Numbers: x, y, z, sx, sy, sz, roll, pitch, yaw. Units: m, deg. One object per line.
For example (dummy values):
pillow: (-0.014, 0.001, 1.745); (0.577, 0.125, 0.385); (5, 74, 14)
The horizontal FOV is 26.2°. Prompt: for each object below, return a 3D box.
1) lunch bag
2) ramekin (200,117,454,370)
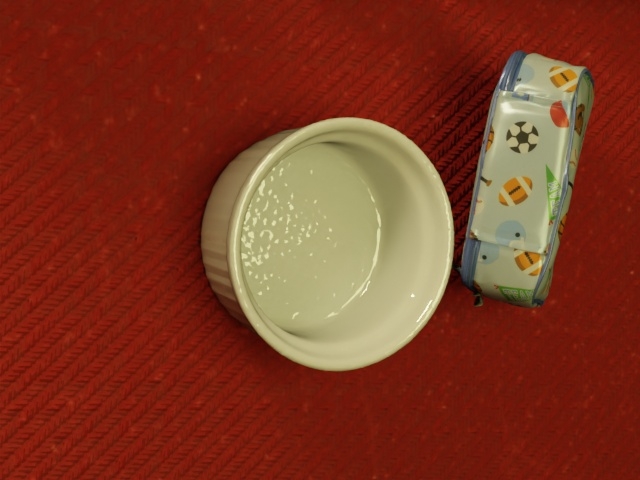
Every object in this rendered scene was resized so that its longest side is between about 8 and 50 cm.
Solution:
lunch bag: (0.245, -0.061, 1.634); (0.115, 0.243, 0.303); (14, 91, 12)
ramekin: (0.000, 0.000, 1.551); (0.277, 0.135, 0.277); (-3, 96, -27)
